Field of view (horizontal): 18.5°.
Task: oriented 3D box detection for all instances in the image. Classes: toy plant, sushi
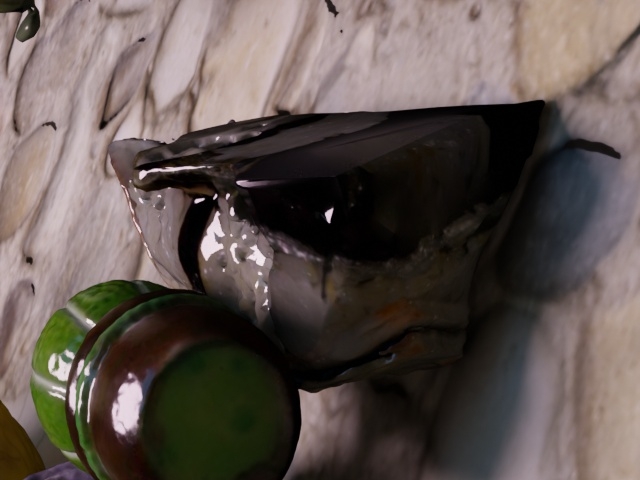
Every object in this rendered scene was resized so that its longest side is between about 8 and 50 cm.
[{"bbox_3d":[-0.072,0.064,0.842,0.162,0.093,0.093,14,86,66],"label":"toy plant"},{"bbox_3d":[-0.020,0.004,0.910,0.273,0.134,0.109,1,105,51],"label":"sushi"}]

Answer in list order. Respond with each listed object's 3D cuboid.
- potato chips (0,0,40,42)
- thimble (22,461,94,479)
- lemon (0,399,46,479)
[{"bbox_3d":[-0.072,-0.262,1.069,0.373,0.097,0.389,-27,29,46],"label":"potato chips"},{"bbox_3d":[-0.088,0.159,0.882,0.150,0.150,0.098,17,122,62],"label":"thimble"},{"bbox_3d":[-0.302,0.186,1.066,0.336,0.336,0.336,-39,41,45],"label":"lemon"}]
